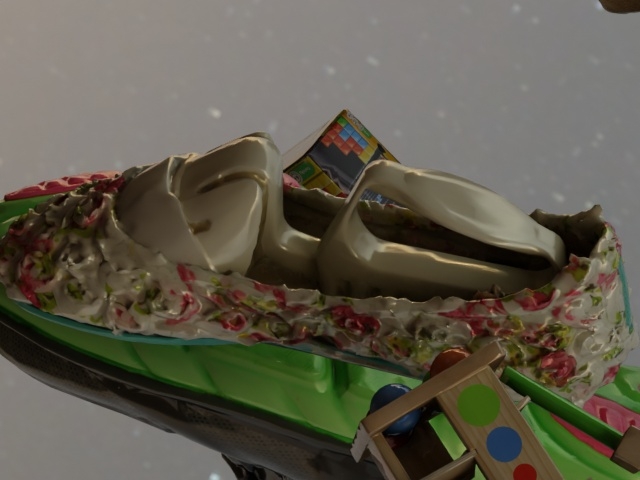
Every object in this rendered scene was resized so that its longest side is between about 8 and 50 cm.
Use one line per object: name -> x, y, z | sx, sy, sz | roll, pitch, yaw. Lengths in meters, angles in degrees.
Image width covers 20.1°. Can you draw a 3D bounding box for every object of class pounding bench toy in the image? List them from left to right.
pounding bench toy -> 0.059, 0.064, 0.587 | 0.083, 0.065, 0.052 | -29, 167, -12

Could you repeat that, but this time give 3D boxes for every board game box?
board game box -> 0.009, 0.015, 1.060 | 0.048, 0.141, 0.170 | -50, -170, -35

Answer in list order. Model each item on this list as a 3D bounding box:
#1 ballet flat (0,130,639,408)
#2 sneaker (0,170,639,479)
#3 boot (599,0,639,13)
ballet flat -> 0.000, 0.000, 0.661 | 0.091, 0.240, 0.077 | -79, 177, -52
sneaker -> 0.042, 0.123, 0.842 | 0.202, 0.482, 0.185 | -61, -176, 25
boot -> 0.165, -0.242, 0.981 | 0.115, 0.305, 0.112 | -20, -138, 9
